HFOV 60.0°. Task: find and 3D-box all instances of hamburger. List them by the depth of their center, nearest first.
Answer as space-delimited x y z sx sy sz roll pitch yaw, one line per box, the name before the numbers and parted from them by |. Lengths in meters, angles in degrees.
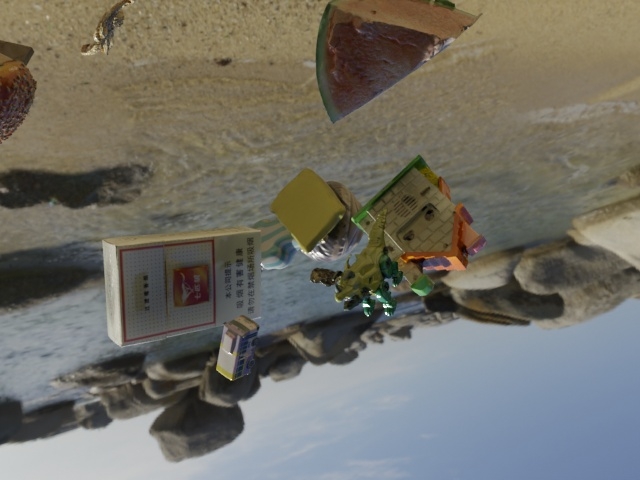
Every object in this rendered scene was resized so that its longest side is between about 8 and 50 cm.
hamburger | -0.649 -0.262 1.060 0.237 0.147 0.237 -39 -170 9

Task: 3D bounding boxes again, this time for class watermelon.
watermelon | 0.135 -0.442 1.175 0.319 0.222 0.292 -30 -165 35

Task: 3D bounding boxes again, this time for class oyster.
oyster | 0.014 0.099 1.533 0.083 0.054 0.019 12 150 -1

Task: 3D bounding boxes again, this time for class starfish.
starfish | -0.461 -0.466 1.220 0.053 0.150 0.210 37 131 -28

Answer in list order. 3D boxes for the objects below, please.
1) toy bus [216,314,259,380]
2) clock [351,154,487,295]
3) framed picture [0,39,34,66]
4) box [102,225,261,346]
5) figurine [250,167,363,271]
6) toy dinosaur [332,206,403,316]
toy bus | -0.148 0.190 0.982 0.052 0.102 0.058 25 -157 30
clock | 0.235 -0.026 1.258 0.220 0.255 0.106 -43 145 8
framed picture | -0.917 -0.510 1.565 0.168 0.128 0.023 13 155 3
box | -0.288 0.088 1.199 0.330 0.210 0.095 -6 -168 -37
figurine | 0.000 0.000 1.756 0.361 0.266 0.378 -32 143 19
toy dinosaur | 0.112 0.050 1.166 0.094 0.259 0.153 -2 139 41
